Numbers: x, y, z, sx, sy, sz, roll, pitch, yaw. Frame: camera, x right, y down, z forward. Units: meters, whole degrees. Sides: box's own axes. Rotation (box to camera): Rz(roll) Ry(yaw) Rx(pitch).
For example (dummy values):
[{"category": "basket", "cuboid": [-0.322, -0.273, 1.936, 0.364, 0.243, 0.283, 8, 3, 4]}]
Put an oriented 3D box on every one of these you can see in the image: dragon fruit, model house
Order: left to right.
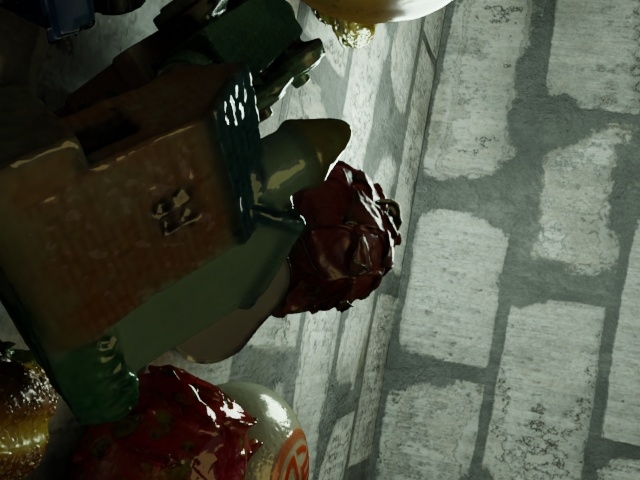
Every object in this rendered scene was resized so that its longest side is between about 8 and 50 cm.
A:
[{"category": "dragon fruit", "cuboid": [-0.187, 0.273, 0.912, 0.205, 0.210, 0.268, 39, 49, -24]}, {"category": "model house", "cuboid": [-0.126, -0.046, 0.683, 0.324, 0.194, 0.267, -28, 134, -22]}, {"category": "dragon fruit", "cuboid": [0.000, 0.000, 1.312, 0.299, 0.244, 0.244, -51, 149, -30]}]

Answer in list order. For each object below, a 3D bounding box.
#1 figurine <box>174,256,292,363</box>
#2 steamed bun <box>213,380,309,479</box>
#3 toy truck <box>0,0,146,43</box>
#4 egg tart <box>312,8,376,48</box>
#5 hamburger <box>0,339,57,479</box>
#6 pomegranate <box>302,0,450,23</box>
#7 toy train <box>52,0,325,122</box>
[{"category": "figurine", "cuboid": [-0.145, 0.034, 1.129, 0.250, 0.166, 0.141, -59, -147, 19]}, {"category": "steamed bun", "cuboid": [-0.109, 0.361, 1.228, 0.283, 0.177, 0.283, 8, 90, -74]}, {"category": "toy truck", "cuboid": [-0.208, -0.261, 0.684, 0.208, 0.126, 0.113, -60, 158, -51]}, {"category": "egg tart", "cuboid": [0.047, -0.464, 1.457, 0.241, 0.105, 0.241, 6, 90, -72]}, {"category": "hamburger", "cuboid": [-0.291, 0.151, 0.682, 0.166, 0.087, 0.137, 39, 61, -71]}, {"category": "pomegranate", "cuboid": [0.075, -0.510, 1.088, 0.416, 0.416, 0.417, 9, 90, -73]}, {"category": "toy train", "cuboid": [-0.127, -0.178, 0.845, 0.150, 0.221, 0.304, 56, 26, -15]}]
